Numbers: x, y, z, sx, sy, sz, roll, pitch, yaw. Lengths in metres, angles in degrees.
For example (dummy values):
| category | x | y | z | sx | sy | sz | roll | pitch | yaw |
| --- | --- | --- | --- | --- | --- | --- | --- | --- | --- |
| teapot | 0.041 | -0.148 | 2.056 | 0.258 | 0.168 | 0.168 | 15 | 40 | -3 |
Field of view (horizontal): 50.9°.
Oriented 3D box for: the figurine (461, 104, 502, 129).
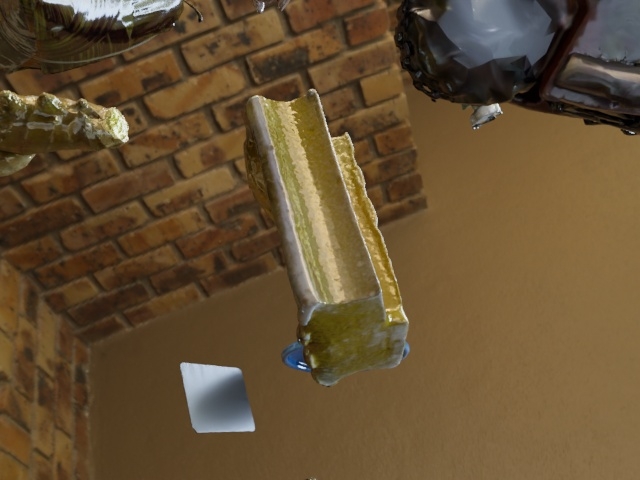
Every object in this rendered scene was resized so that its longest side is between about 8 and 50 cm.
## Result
| category | x | y | z | sx | sy | sz | roll | pitch | yaw |
| --- | --- | --- | --- | --- | --- | --- | --- | --- | --- |
| figurine | 0.320 | -0.373 | 1.464 | 0.110 | 0.138 | 0.245 | -24 | -94 | -11 |

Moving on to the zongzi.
| category | x | y | z | sx | sy | sz | roll | pitch | yaw |
| --- | --- | --- | --- | --- | --- | --- | --- | --- | --- |
| zongzi | -0.172 | -0.199 | 0.550 | 0.187 | 0.084 | 0.184 | -27 | -162 | -28 |

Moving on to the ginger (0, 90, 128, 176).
| category | x | y | z | sx | sy | sz | roll | pitch | yaw |
| --- | --- | --- | --- | --- | --- | --- | --- | --- | --- |
| ginger | -0.365 | -0.155 | 0.886 | 0.205 | 0.115 | 0.081 | -18 | -153 | -10 |

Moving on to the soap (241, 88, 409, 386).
| category | x | y | z | sx | sy | sz | roll | pitch | yaw |
| --- | --- | --- | --- | --- | --- | --- | --- | --- | --- |
| soap | 0.000 | 0.000 | 0.798 | 0.143 | 0.259 | 0.281 | -15 | -119 | 1 |

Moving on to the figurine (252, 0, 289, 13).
| category | x | y | z | sx | sy | sz | roll | pitch | yaw |
| --- | --- | --- | --- | --- | --- | --- | --- | --- | --- |
| figurine | -0.083 | -0.393 | 0.948 | 0.138 | 0.125 | 0.125 | 33 | -123 | -5 |

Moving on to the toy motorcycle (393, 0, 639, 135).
| category | x | y | z | sx | sy | sz | roll | pitch | yaw |
| --- | --- | --- | --- | --- | --- | --- | --- | --- | --- |
| toy motorcycle | 0.248 | -0.143 | 0.403 | 0.401 | 0.207 | 0.134 | 12 | -172 | -14 |

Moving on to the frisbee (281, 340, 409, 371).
| category | x | y | z | sx | sy | sz | roll | pitch | yaw |
| --- | --- | --- | --- | --- | --- | --- | --- | --- | --- |
| frisbee | 0.045 | 0.202 | 1.264 | 0.242 | 0.242 | 0.045 | -10 | -115 | 11 |

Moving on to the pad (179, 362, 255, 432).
| category | x | y | z | sx | sy | sz | roll | pitch | yaw |
| --- | --- | --- | --- | --- | --- | --- | --- | --- | --- |
| pad | -0.164 | 0.254 | 1.083 | 0.003 | 0.157 | 0.112 | -29 | -117 | 22 |

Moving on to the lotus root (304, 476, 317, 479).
| category | x | y | z | sx | sy | sz | roll | pitch | yaw |
| --- | --- | --- | --- | --- | --- | --- | --- | --- | --- |
| lotus root | 0.019 | 0.447 | 1.068 | 0.144 | 0.143 | 0.070 | 36 | -99 | 26 |
